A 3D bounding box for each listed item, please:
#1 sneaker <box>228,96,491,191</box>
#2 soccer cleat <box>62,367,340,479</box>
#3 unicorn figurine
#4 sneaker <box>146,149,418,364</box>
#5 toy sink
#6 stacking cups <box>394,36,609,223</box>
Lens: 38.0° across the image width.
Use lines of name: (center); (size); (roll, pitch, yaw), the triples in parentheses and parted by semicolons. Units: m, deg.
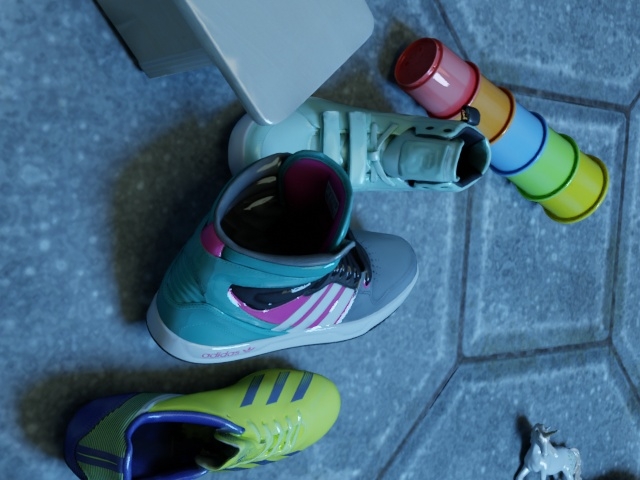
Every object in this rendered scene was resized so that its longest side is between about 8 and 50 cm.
sneaker: (0.047, -0.089, 0.875); (0.255, 0.151, 0.094); (-7, 101, -39)
soccer cleat: (-0.080, 0.172, 0.814); (0.289, 0.121, 0.093); (0, 95, -41)
unicorn figurine: (0.296, 0.293, 1.207); (0.162, 0.060, 0.111); (16, 84, -57)
sneaker: (0.000, 0.000, 0.825); (0.295, 0.124, 0.178); (-13, 147, -39)
toy sink: (-0.091, -0.222, 0.752); (0.153, 0.131, 0.234); (-48, 118, -26)
stacking cups: (0.209, -0.120, 1.049); (0.316, 0.096, 0.096); (28, 77, -40)
